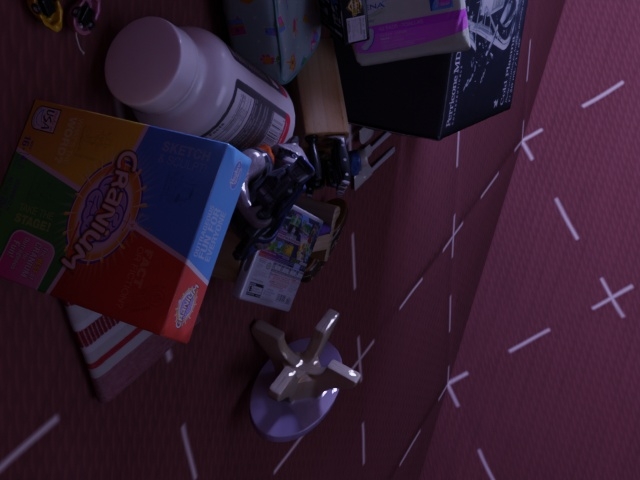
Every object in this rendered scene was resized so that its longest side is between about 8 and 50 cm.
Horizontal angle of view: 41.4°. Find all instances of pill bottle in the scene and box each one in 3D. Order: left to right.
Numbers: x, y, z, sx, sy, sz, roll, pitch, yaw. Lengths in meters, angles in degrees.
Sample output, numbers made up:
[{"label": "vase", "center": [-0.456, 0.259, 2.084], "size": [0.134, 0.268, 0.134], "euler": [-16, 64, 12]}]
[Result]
[{"label": "pill bottle", "center": [-0.181, -0.221, 1.303], "size": [0.318, 0.176, 0.177], "euler": [23, 83, -64]}]

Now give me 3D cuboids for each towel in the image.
[{"label": "towel", "center": [-0.309, 0.073, 1.359], "size": [0.237, 0.037, 0.329], "euler": [-43, 139, -39]}]

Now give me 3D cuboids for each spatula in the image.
[{"label": "spatula", "center": [0.139, -0.240, 2.119], "size": [0.242, 0.019, 0.168], "euler": [-46, 142, -52]}]

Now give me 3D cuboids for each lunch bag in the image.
[{"label": "lunch bag", "center": [-0.081, -0.423, 1.458], "size": [0.224, 0.107, 0.279], "euler": [-65, 157, -45]}]

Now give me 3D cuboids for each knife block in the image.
[{"label": "knife block", "center": [0.002, -0.227, 1.608], "size": [0.088, 0.242, 0.276], "euler": [-3, 114, -16]}]

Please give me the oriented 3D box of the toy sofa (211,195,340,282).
[{"label": "toy sofa", "center": [-0.109, -0.043, 1.577], "size": [0.362, 0.150, 0.177], "euler": [-10, 114, -62]}]

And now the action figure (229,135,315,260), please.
[{"label": "action figure", "center": [-0.142, -0.072, 1.220], "size": [0.330, 0.179, 0.341], "euler": [-27, 171, -30]}]

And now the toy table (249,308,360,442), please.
[{"label": "toy table", "center": [-0.041, 0.281, 1.814], "size": [0.161, 0.252, 0.274], "euler": [101, 10, -48]}]

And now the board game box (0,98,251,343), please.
[{"label": "board game box", "center": [-0.268, -0.033, 1.071], "size": [0.064, 0.316, 0.242], "euler": [32, 74, -63]}]

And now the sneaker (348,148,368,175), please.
[{"label": "sneaker", "center": [0.056, -0.175, 1.952], "size": [0.152, 0.084, 0.058], "euler": [167, -90, -83]}]

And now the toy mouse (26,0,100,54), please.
[{"label": "toy mouse", "center": [-0.328, -0.329, 1.113], "size": [0.143, 0.031, 0.161], "euler": [-58, 150, -30]}]

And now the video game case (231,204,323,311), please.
[{"label": "video game case", "center": [-0.072, 0.027, 1.493], "size": [0.201, 0.023, 0.184], "euler": [26, 85, -64]}]

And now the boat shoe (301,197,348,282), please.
[{"label": "boat shoe", "center": [0.000, 0.000, 1.913], "size": [0.207, 0.073, 0.073], "euler": [-56, 151, -20]}]

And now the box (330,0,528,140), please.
[{"label": "box", "center": [0.258, -0.514, 1.894], "size": [0.471, 0.297, 0.480], "euler": [-27, 128, -54]}]

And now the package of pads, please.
[{"label": "package of pads", "center": [0.149, -0.488, 1.586], "size": [0.101, 0.229, 0.297], "euler": [-62, 144, -70]}]

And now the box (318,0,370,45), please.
[{"label": "box", "center": [0.021, -0.468, 1.516], "size": [0.051, 0.220, 0.175], "euler": [-16, 124, -11]}]

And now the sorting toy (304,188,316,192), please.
[{"label": "sorting toy", "center": [-0.025, -0.133, 1.819], "size": [0.102, 0.061, 0.042], "euler": [4, 66, -71]}]
